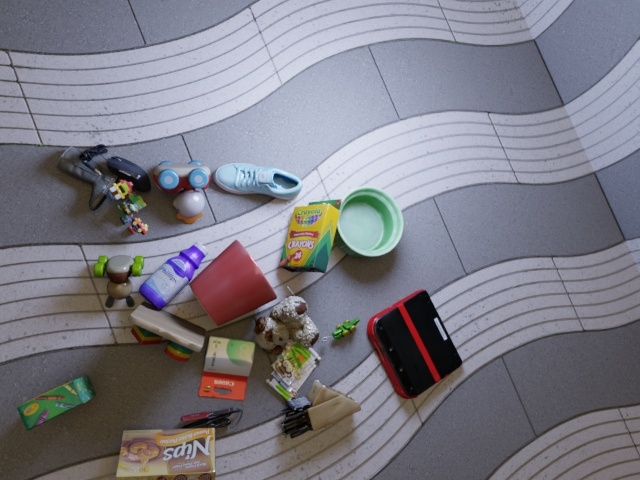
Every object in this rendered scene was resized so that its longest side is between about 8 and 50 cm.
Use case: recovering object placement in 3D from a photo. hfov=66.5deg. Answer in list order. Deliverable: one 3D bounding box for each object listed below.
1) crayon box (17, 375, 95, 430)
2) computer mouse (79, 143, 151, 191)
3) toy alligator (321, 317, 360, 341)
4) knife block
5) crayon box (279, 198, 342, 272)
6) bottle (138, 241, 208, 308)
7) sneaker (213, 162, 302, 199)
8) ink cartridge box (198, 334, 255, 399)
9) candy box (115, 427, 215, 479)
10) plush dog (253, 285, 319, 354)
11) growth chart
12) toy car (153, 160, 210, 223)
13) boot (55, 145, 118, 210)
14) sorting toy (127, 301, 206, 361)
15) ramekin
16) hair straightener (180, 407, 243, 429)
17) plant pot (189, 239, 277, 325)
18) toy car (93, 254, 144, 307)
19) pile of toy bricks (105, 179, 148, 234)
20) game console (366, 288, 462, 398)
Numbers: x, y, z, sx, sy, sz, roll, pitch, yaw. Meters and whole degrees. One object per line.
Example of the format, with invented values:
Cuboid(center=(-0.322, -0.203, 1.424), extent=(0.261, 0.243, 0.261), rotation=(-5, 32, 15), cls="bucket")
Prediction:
Cuboid(center=(-0.841, 0.517, 1.580), extent=(0.165, 0.278, 0.081), rotation=(-24, 86, -20), cls="crayon box")
Cuboid(center=(-0.757, -0.271, 1.823), extent=(0.262, 0.184, 0.060), rotation=(40, 113, -7), cls="computer mouse")
Cuboid(center=(0.087, 0.384, 2.025), extent=(0.190, 0.056, 0.051), rotation=(-28, 129, -21), cls="toy alligator")
Cuboid(center=(-0.011, 0.687, 1.907), extent=(0.276, 0.088, 0.242), rotation=(31, 82, -20), cls="knife block")
Cuboid(center=(-0.039, -0.031, 1.985), extent=(0.081, 0.202, 0.318), rotation=(29, 68, -42), cls="crayon box")
Cuboid(center=(-0.546, 0.124, 1.847), extent=(0.118, 0.092, 0.283), rotation=(38, 67, 10), cls="bottle")
Cuboid(center=(-0.246, -0.258, 1.993), extent=(0.366, 0.150, 0.135), rotation=(6, 77, -17), cls="sneaker")
Cuboid(center=(-0.355, 0.486, 1.862), extent=(0.181, 0.056, 0.224), rotation=(11, 74, -15), cls="ink cartridge box")
Cuboid(center=(-0.525, 0.749, 1.681), extent=(0.316, 0.183, 0.087), rotation=(5, 119, -16), cls="candy box")
Cuboid(center=(-0.159, 0.326, 1.891), extent=(0.225, 0.210, 0.262), rotation=(-34, 131, -17), cls="plush dog")
Cuboid(center=(-0.111, 0.508, 1.952), extent=(0.172, 0.021, 0.237), rotation=(38, 70, -6), cls="growth chart")
Cuboid(center=(-0.531, -0.175, 1.890), extent=(0.210, 0.219, 0.238), rotation=(-4, 109, -18), cls="toy car")
Cuboid(center=(-0.887, -0.232, 1.825), extent=(0.208, 0.076, 0.189), rotation=(31, 59, -16), cls="boot")
Cuboid(center=(-0.549, 0.330, 1.733), extent=(0.257, 0.255, 0.089), rotation=(28, 88, -11), cls="sorting toy")
Cuboid(center=(0.187, -0.069, 2.093), extent=(0.303, 0.148, 0.303), rotation=(4, 78, -17), cls="ramekin")
Cuboid(center=(-0.401, 0.676, 1.822), extent=(0.230, 0.047, 0.089), rotation=(-6, 101, -24), cls="hair straightener")
Cuboid(center=(-0.337, 0.173, 1.836), extent=(0.243, 0.275, 0.275), rotation=(-35, 91, -10), cls="plant pot")
Cuboid(center=(-0.733, 0.158, 1.790), extent=(0.155, 0.149, 0.188), rotation=(1, 108, -14), cls="toy car")
Cuboid(center=(-0.702, -0.129, 1.834), extent=(0.105, 0.118, 0.212), rotation=(-41, 111, -33), cls="pile of toy bricks")
Cuboid(center=(0.407, 0.449, 2.116), extent=(0.342, 0.060, 0.386), rotation=(-26, 88, -26), cls="game console")
